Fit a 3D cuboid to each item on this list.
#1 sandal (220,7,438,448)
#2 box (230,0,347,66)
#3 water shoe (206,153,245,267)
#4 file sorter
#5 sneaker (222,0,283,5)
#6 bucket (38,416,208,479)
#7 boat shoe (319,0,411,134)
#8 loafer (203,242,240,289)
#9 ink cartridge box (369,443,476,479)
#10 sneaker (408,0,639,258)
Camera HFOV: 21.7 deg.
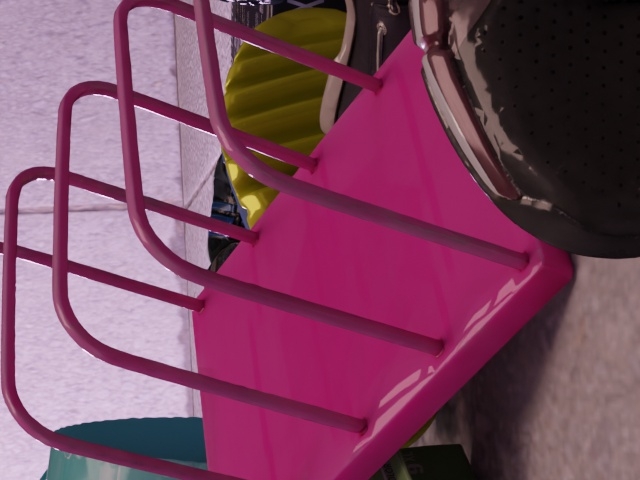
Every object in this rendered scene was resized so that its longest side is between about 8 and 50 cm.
[{"bbox_3d":[0.000,0.000,1.086,0.138,0.126,0.317,99,167,-69],"label":"sandal"},{"bbox_3d":[-0.023,-0.226,1.292,0.242,0.076,0.307,-118,27,-71],"label":"box"},{"bbox_3d":[-0.085,-0.030,1.771,0.080,0.073,0.203,101,164,-48],"label":"water shoe"},{"bbox_3d":[-0.051,0.006,0.845,0.290,0.182,0.202,-50,35,36],"label":"file sorter"},{"bbox_3d":[-0.025,-0.246,1.099,0.283,0.110,0.122,-22,56,52],"label":"sneaker"},{"bbox_3d":[-0.070,0.224,1.142,0.281,0.281,0.183,-176,89,-81],"label":"bucket"},{"bbox_3d":[0.053,-0.125,0.959,0.065,0.075,0.206,36,139,20],"label":"boat shoe"},{"bbox_3d":[-0.034,0.085,1.484,0.084,0.096,0.267,-62,32,33],"label":"loafer"},{"bbox_3d":[0.059,0.183,0.916,0.109,0.062,0.209,-110,19,-58],"label":"ink cartridge box"},{"bbox_3d":[0.091,-0.145,0.504,0.162,0.106,0.281,127,141,-72],"label":"sneaker"}]
